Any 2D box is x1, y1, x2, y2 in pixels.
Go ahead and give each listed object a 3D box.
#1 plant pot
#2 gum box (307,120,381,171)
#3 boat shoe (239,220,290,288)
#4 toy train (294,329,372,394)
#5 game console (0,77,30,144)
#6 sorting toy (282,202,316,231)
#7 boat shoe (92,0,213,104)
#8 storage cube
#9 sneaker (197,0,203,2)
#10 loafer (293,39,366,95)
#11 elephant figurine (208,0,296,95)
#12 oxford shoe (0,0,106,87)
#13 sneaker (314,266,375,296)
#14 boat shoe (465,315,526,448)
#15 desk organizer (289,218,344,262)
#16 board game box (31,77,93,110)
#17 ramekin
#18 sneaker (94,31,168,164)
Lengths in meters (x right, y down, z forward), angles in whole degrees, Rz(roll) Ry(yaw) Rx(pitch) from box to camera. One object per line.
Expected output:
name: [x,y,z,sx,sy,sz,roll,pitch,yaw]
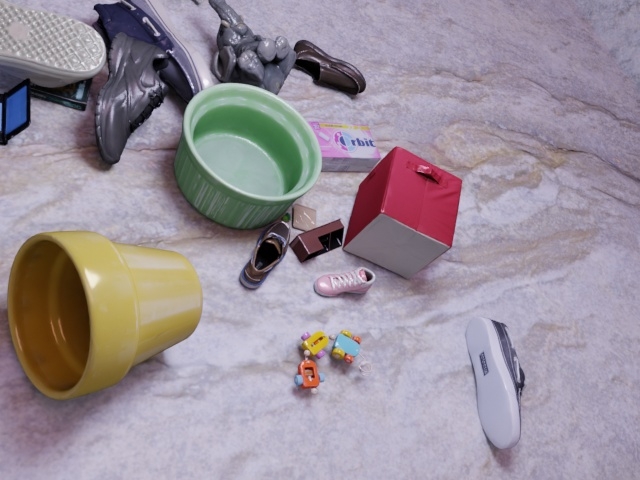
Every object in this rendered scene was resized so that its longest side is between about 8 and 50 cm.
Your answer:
plant pot: [-0.335,0.106,1.073,0.239,0.254,0.253,-7,62,-51]
gum box: [0.043,-0.229,1.619,0.189,0.062,0.107,-3,61,-32]
boat shoe: [-0.101,0.020,1.366,0.066,0.066,0.183,32,49,-8]
toy train: [0.014,0.240,1.301,0.167,0.046,0.125,-4,63,-28]
game console: [-0.612,-0.251,1.251,0.107,0.071,0.122,3,58,-29]
sorting toy: [-0.048,-0.053,1.482,0.083,0.012,0.061,18,57,-23]
boat shoe: [-0.380,-0.409,1.472,0.158,0.127,0.340,-22,65,-31]
storage cube: [0.185,-0.059,1.493,0.184,0.215,0.193,25,56,-14]
sneaker: [-0.398,-0.666,1.651,0.235,0.090,0.094,5,67,-26]
loafer: [0.016,-0.442,1.748,0.220,0.080,0.078,28,59,-4]
elephant figurine: [-0.186,-0.458,1.593,0.239,0.185,0.169,34,6,28]
oxford shoe: [-0.645,-0.403,1.257,0.450,0.130,0.169,14,79,-26]
sneaker: [0.057,0.084,1.412,0.135,0.070,0.050,2,61,-28]
boat shoe: [0.401,0.308,1.443,0.102,0.108,0.301,13,47,-21]
desk organizer: [0.000,0.000,1.452,0.130,0.047,0.050,-22,74,-38]
board game box: [-0.545,-0.365,1.397,0.126,0.026,0.186,14,53,-22]
ramekin: [-0.163,-0.172,1.405,0.304,0.148,0.303,15,53,-21]
sneaker: [-0.382,-0.287,1.341,0.130,0.109,0.286,11,75,-11]
